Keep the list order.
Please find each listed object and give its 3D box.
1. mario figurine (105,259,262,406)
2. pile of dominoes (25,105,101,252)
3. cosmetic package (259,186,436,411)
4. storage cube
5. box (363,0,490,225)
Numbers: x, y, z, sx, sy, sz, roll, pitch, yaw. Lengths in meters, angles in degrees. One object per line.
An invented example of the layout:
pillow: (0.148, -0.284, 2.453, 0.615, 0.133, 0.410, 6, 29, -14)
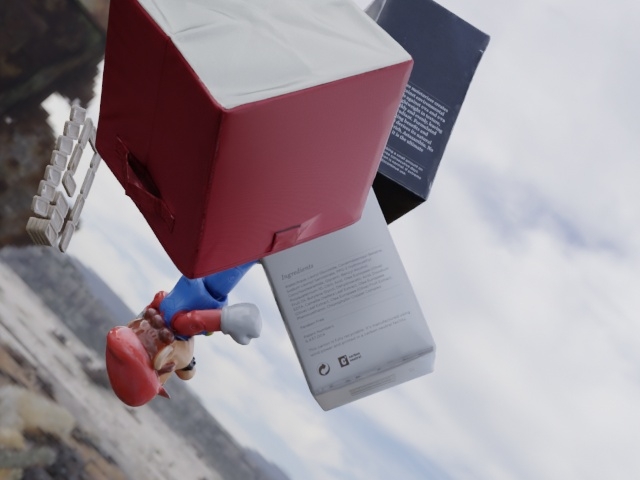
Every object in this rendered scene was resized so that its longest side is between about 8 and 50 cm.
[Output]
mario figurine: (-0.181, 0.120, 1.734, 0.170, 0.320, 0.198, 41, -3, 2)
pile of dominoes: (-0.467, -0.115, 2.114, 0.040, 0.251, 0.196, 10, -27, 10)
cosmetic package: (0.000, 0.000, 1.385, 0.197, 0.155, 0.365, 71, -1, -76)
storage cube: (-0.065, -0.115, 1.003, 0.183, 0.215, 0.193, 52, -36, 30)
box: (0.067, -0.177, 1.739, 0.183, 0.294, 0.296, 30, -26, -13)
